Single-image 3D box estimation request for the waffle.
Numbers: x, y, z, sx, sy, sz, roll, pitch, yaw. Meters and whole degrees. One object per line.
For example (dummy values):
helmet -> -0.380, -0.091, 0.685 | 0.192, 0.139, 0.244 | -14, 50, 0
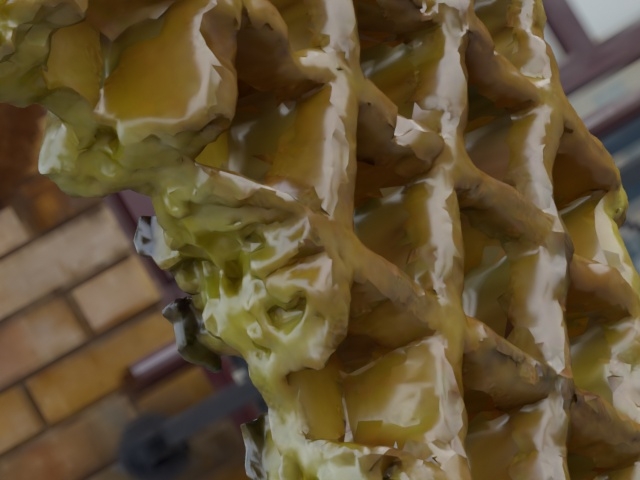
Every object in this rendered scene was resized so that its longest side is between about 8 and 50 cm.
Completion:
waffle -> 0.000, 0.000, 0.454 | 0.069, 0.293, 0.260 | -20, 12, 32
